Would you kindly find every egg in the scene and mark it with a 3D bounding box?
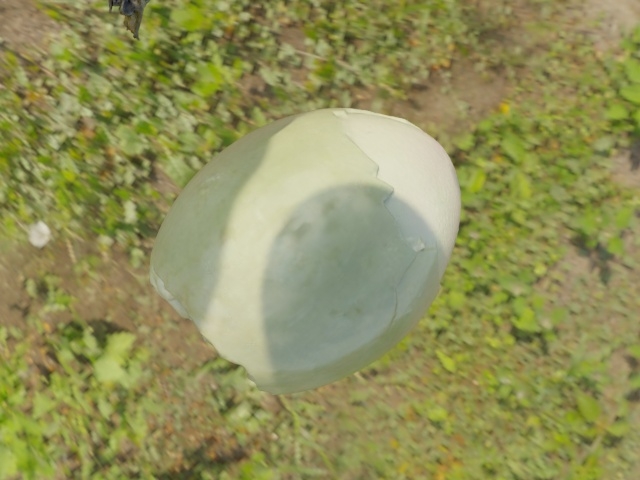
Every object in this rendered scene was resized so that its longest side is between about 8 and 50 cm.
[{"bbox_3d":[0.000,0.000,1.484,0.336,0.278,0.278,-38,116,-7],"label":"egg"}]

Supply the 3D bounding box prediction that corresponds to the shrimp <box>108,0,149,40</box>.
[{"bbox_3d":[-0.117,-0.237,1.079,0.099,0.041,0.180,0,125,-40],"label":"shrimp"}]
